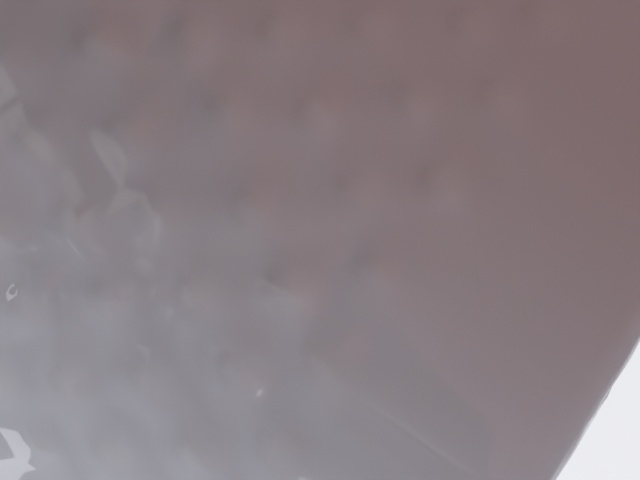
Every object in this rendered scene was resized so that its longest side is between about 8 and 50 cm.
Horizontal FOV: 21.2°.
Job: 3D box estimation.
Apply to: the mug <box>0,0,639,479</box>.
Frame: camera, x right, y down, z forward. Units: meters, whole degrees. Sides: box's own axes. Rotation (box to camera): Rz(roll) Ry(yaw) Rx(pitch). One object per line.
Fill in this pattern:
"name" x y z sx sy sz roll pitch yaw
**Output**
"mug" -0.044 -0.084 0.517 0.328 0.374 0.276 31 -155 3
